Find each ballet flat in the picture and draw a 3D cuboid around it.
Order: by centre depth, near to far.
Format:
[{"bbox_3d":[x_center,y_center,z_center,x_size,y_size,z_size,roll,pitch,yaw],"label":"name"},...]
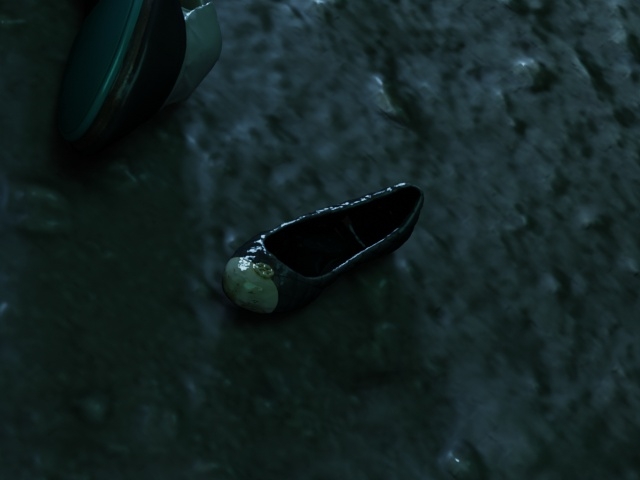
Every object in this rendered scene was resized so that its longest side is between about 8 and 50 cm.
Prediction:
[{"bbox_3d":[0.000,0.000,1.200,0.057,0.049,0.173,47,43,14],"label":"ballet flat"},{"bbox_3d":[-0.113,-0.154,1.241,0.096,0.095,0.280,25,41,-29],"label":"ballet flat"}]
